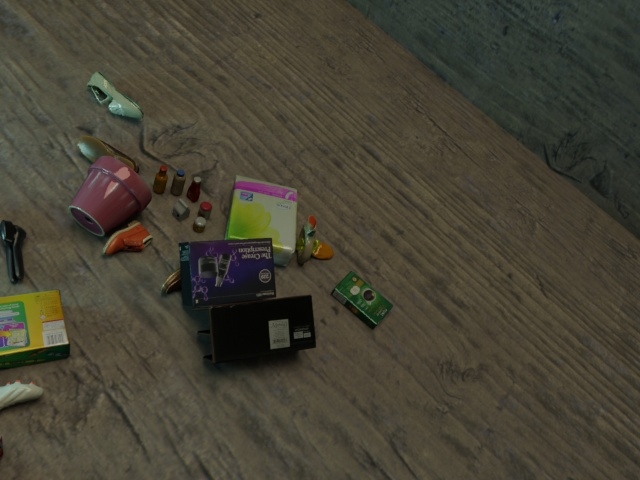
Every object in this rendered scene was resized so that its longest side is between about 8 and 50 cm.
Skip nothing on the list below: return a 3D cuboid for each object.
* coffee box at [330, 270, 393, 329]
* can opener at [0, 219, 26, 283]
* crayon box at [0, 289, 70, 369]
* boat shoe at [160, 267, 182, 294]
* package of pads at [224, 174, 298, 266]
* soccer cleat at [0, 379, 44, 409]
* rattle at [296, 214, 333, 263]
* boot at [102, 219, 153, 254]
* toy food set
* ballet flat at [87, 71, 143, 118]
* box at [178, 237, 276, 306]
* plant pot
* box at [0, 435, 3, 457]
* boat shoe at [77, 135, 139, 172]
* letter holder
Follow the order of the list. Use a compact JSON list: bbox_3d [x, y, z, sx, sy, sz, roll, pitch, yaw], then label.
[{"bbox_3d":[0.136,0.194,1.990,0.184,0.040,0.113,39,48,9],"label":"coffee box"},{"bbox_3d":[-0.840,0.034,1.661,0.073,0.059,0.186,13,53,-51],"label":"can opener"},{"bbox_3d":[-0.781,0.228,1.505,0.278,0.081,0.165,-7,56,-29],"label":"crayon box"},{"bbox_3d":[-0.392,0.111,1.797,0.060,0.064,0.178,42,45,14],"label":"boat shoe"},{"bbox_3d":[-0.191,-0.066,2.014,0.229,0.101,0.297,13,49,-13],"label":"package of pads"},{"bbox_3d":[-0.750,0.372,1.415,0.196,0.068,0.076,1,57,-15],"label":"soccer cleat"},{"bbox_3d":[0.000,0.000,1.977,0.142,0.200,0.130,23,47,-6],"label":"rattle"},{"bbox_3d":[-0.571,0.007,1.806,0.084,0.059,0.158,41,46,5],"label":"boot"},{"bbox_3d":[-0.430,-0.145,1.962,0.232,0.105,0.111,46,48,15],"label":"toy food set"},{"bbox_3d":[-0.730,-0.495,2.143,0.248,0.086,0.086,42,48,14],"label":"ballet flat"},{"bbox_3d":[-0.270,0.089,1.781,0.261,0.103,0.185,-4,91,-31],"label":"box"},{"bbox_3d":[-0.635,-0.120,1.801,0.201,0.201,0.180,32,62,3],"label":"plant pot"},{"bbox_3d":[-0.825,0.432,1.286,0.256,0.123,0.128,28,47,-2],"label":"box"},{"bbox_3d":[-0.688,-0.272,1.980,0.207,0.073,0.073,33,9,-1],"label":"boat shoe"},{"bbox_3d":[-0.197,0.246,1.737,0.301,0.214,0.152,-4,86,-28],"label":"letter holder"}]
